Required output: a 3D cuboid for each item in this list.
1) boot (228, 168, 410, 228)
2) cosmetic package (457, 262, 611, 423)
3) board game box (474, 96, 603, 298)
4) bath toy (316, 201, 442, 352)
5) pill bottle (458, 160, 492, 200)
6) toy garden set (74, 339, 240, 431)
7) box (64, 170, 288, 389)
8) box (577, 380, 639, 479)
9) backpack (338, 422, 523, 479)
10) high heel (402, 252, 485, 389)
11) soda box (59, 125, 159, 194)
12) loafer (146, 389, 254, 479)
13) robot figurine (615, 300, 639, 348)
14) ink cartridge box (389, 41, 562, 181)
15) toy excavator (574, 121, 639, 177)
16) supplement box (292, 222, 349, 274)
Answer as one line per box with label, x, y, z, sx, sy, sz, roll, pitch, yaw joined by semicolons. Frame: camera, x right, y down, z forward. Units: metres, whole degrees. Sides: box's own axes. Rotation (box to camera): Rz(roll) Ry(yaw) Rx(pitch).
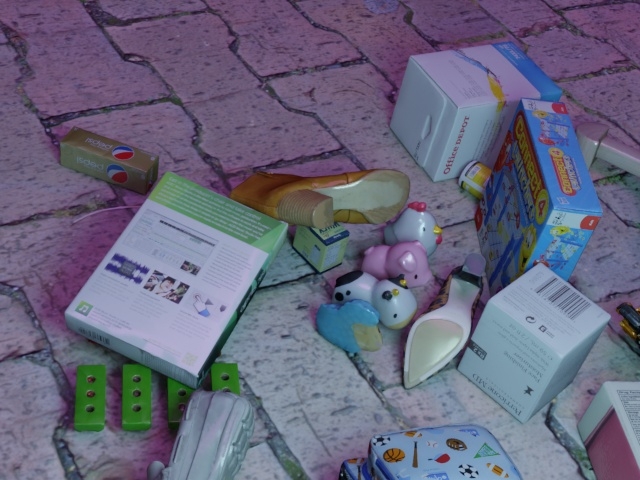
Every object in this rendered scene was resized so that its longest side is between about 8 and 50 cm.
boot;0.000;-0.091;1.713;0.211;0.104;0.295;19;24;39
cosmetic package;0.349;0.169;1.585;0.151;0.183;0.151;40;48;25
board game box;0.382;-0.046;1.735;0.086;0.301;0.308;6;43;-8
bath toy;0.128;0.051;1.696;0.151;0.129;0.348;25;43;13
pill bottle;0.346;-0.109;1.965;0.116;0.065;0.065;38;48;23
toy garden set;-0.253;0.211;1.491;0.244;0.049;0.203;1;46;-12
box;-0.223;0.055;1.537;0.232;0.058;0.322;25;57;8
box;0.518;0.347;1.483;0.149;0.126;0.232;3;43;-12
backpack;0.168;0.382;1.277;0.277;0.213;0.263;-7;36;-20
high heel;0.213;0.153;1.667;0.093;0.186;0.261;29;79;9
soda box;-0.402;-0.153;1.822;0.181;0.061;0.058;19;44;6
loafer;-0.190;0.347;1.317;0.112;0.112;0.319;10;48;16
robot figurine;0.624;0.206;1.630;0.085;0.211;0.291;-43;67;7
ink cartridge box;0.324;-0.277;2.039;0.270;0.198;0.197;-13;49;-26
toy excavator;0.748;-0.083;1.971;0.433;0.222;0.445;11;29;-2
supplement box;0.000;0.000;1.748;0.056;0.083;0.083;-25;55;-34
